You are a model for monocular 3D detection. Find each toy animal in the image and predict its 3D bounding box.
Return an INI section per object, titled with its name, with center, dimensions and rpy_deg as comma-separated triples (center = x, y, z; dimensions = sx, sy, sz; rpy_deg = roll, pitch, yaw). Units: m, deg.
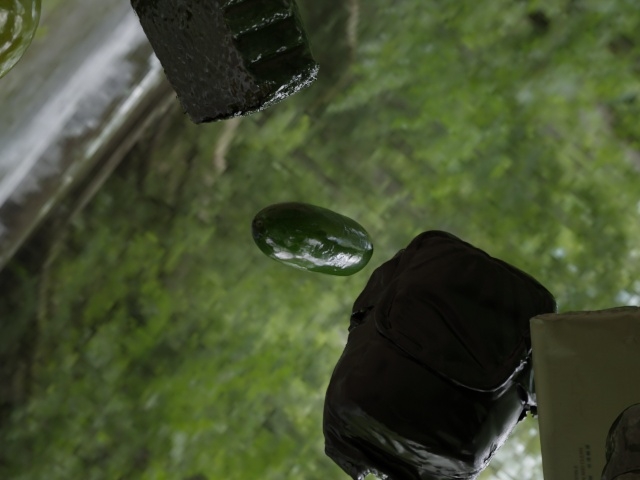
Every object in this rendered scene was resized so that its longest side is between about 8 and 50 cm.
[toy animal]
center = 0.353, 0.282, 1.540
dimensions = 0.125, 0.127, 0.251
rpy_deg = -33, -172, 31

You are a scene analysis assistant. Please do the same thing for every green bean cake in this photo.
[green bean cake]
center = -0.095, -0.218, 1.410
dimensions = 0.094, 0.181, 0.173
rpy_deg = -29, -169, -30

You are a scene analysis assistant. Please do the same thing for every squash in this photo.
[squash]
center = 0.001, 0.001, 1.744
dimensions = 0.082, 0.082, 0.292
rpy_deg = -50, 157, 11

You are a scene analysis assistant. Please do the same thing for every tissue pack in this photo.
[tissue pack]
center = 0.471, 0.278, 1.991
dimensions = 0.297, 0.380, 0.207
rpy_deg = -7, 179, 24

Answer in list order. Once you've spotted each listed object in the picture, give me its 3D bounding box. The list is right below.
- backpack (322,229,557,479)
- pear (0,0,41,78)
[backpack]
center = 0.184, 0.222, 2.264
dimensions = 0.445, 0.363, 0.255
rpy_deg = -51, 166, -36
[pear]
center = -0.433, -0.286, 1.493
dimensions = 0.253, 0.253, 0.307
rpy_deg = -52, 151, 1
